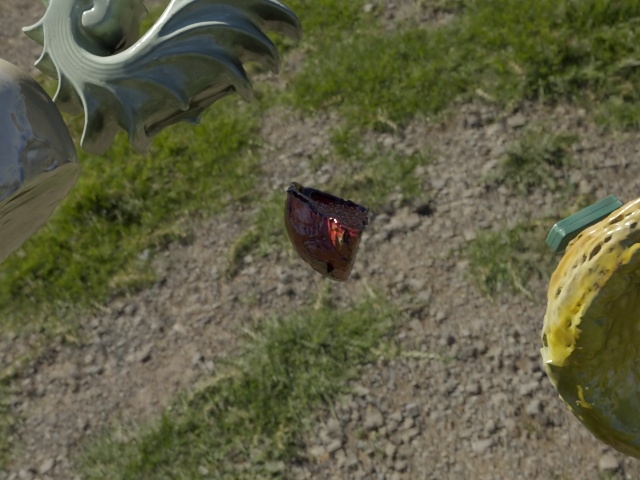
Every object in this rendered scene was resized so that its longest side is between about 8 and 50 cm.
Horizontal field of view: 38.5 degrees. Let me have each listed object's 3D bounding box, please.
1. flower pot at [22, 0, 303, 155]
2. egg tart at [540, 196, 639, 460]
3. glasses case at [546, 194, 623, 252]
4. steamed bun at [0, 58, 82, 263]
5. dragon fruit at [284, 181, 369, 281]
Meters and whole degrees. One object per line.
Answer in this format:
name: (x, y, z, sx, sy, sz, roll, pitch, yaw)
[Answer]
flower pot: (-0.204, -0.284, 1.264, 0.368, 0.254, 0.164, -24, -2, -1)
egg tart: (0.368, 0.082, 0.889, 0.315, 0.315, 0.120, -7, 17, 18)
glasses case: (0.608, -0.038, 2.109, 0.184, 0.078, 0.039, -25, 62, -19)
steamed bun: (-0.427, -0.063, 0.982, 0.324, 0.206, 0.324, -42, 2, 2)
dragon fruit: (-0.002, -0.001, 1.269, 0.121, 0.127, 0.161, 14, 16, 0)
